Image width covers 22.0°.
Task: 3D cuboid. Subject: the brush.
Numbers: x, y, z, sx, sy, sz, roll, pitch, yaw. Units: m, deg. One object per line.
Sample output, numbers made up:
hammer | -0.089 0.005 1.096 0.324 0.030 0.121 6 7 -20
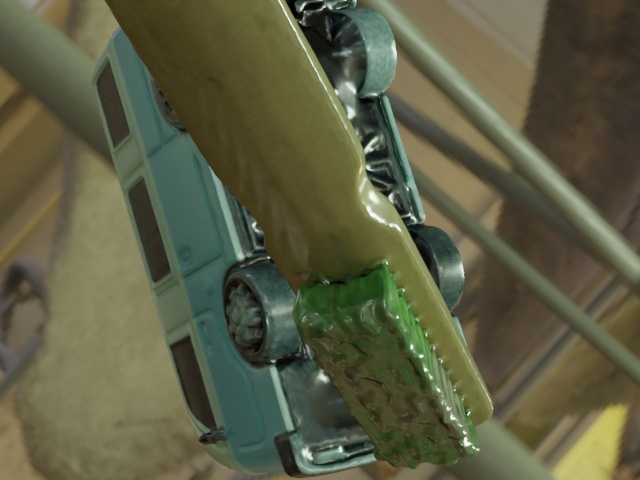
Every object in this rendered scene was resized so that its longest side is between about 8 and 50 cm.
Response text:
brush | 0.000 0.000 0.602 0.282 0.054 0.048 60 23 -44

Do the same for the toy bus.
toy bus | -0.028 -0.004 0.907 0.165 0.133 0.271 -28 -103 58
